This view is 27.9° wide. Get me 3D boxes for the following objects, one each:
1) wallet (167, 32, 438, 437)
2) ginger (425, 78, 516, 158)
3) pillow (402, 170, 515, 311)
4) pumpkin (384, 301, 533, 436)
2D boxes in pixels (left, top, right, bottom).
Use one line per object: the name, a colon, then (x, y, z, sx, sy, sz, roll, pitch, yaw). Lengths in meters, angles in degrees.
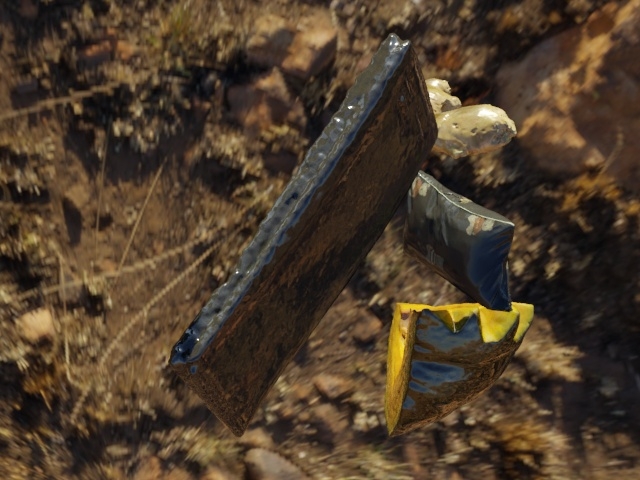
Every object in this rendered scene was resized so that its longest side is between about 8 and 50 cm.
wallet: (0.001, 0.000, 0.786, 0.025, 0.124, 0.244, 26, 71, 24)
ginger: (0.129, -0.138, 1.446, 0.133, 0.214, 0.059, -51, 127, -41)
pillow: (0.123, 0.000, 1.174, 0.048, 0.150, 0.090, 3, 112, -38)
pumpkin: (0.139, 0.133, 1.317, 0.130, 0.254, 0.149, 6, 87, -3)
